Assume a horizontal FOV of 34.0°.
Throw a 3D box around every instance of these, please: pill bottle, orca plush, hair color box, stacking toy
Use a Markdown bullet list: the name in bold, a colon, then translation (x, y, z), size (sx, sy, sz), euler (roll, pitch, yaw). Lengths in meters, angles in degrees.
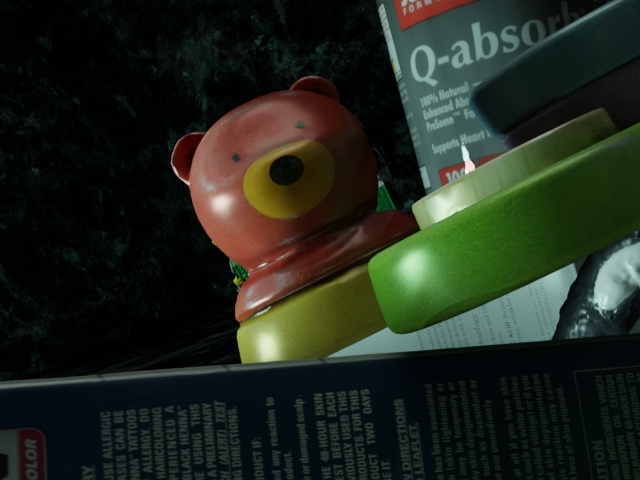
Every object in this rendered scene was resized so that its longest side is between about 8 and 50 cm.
- **pill bottle**: translation (0.170, -0.200, 1.022), size (0.210, 0.362, 0.210), euler (-15, 0, 0)
- **orca plush**: translation (0.213, 0.023, 0.695), size (0.151, 0.287, 0.102), euler (10, 22, -29)
- **hair color box**: translation (0.011, 0.109, 0.449), size (0.347, 0.105, 0.174), euler (-3, -14, -12)
- **stacking toy**: translation (0.091, -0.063, 0.474), size (0.309, 0.130, 0.279), euler (-26, -3, -17)

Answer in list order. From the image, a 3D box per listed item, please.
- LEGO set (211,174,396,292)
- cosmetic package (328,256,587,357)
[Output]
- **LEGO set**: translation (0.000, 0.000, 1.364), size (0.255, 0.331, 0.192), euler (-35, 43, 6)
- **cosmetic package**: translation (0.157, 0.072, 1.079), size (0.385, 0.156, 0.217), euler (-16, 2, 45)
